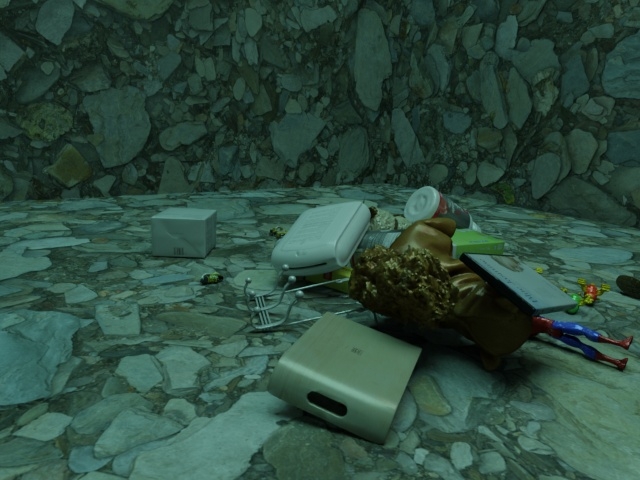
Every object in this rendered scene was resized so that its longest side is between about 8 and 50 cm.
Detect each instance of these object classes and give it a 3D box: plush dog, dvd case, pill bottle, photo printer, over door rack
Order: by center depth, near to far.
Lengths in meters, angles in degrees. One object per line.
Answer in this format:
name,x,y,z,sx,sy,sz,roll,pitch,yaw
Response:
dvd case,0.423,0.087,1.012,0.253,0.022,0.180,3,33,-45
over door rack,-0.035,0.145,1.284,0.325,0.108,0.239,0,15,-13
pill bottle,0.247,0.044,1.527,0.284,0.161,0.161,-2,7,42
photo printer,0.000,0.000,1.528,0.256,0.107,0.307,-8,30,31
plush dog,0.246,-0.039,1.754,0.226,0.210,0.262,12,51,-14
pill bottle,0.514,-0.078,1.981,0.319,0.176,0.176,29,1,-28

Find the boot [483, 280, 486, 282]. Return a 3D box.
boot,0.535,0.153,1.517,0.107,0.037,0.114,-22,22,-31

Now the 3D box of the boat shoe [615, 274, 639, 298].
boat shoe,1.061,0.162,1.555,0.060,0.064,0.178,-1,20,-38

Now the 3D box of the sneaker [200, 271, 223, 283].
sneaker,-0.336,0.117,1.485,0.035,0.031,0.083,13,17,32

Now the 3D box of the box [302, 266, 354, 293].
box,0.055,0.116,1.519,0.233,0.058,0.087,15,18,40

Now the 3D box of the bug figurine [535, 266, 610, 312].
bug figurine,0.733,0.153,1.492,0.279,0.072,0.216,17,25,31

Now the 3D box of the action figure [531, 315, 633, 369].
action figure,0.611,0.213,1.185,0.281,0.091,0.139,16,25,39

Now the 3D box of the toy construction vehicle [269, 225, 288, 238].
toy construction vehicle,-0.181,-0.039,2.144,0.086,0.035,0.098,13,17,36

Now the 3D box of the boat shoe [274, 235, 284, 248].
boat shoe,-0.026,0.014,1.840,0.302,0.108,0.102,-5,16,-4

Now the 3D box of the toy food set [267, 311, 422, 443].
toy food set,0.061,0.256,0.937,0.220,0.092,0.306,20,20,17

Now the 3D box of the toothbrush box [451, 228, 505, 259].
toothbrush box,0.506,0.039,1.796,0.284,0.122,0.206,-2,16,-24

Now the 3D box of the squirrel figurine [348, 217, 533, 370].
squirrel figurine,0.279,0.136,1.115,0.398,0.280,0.370,4,25,-35

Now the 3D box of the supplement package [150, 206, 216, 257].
supplement package,-0.509,-0.033,1.809,0.195,0.149,0.203,3,14,0
